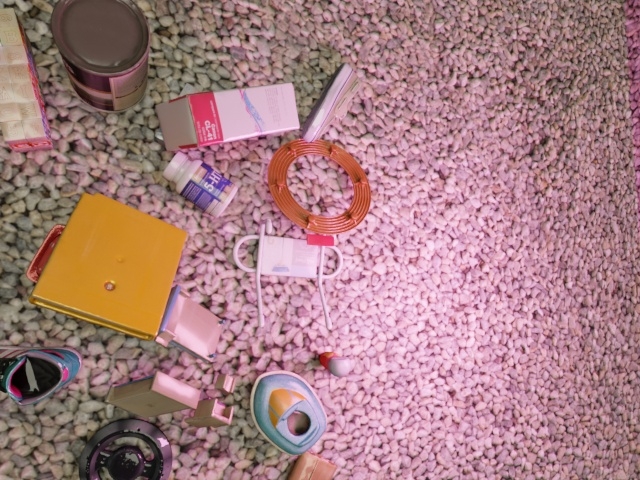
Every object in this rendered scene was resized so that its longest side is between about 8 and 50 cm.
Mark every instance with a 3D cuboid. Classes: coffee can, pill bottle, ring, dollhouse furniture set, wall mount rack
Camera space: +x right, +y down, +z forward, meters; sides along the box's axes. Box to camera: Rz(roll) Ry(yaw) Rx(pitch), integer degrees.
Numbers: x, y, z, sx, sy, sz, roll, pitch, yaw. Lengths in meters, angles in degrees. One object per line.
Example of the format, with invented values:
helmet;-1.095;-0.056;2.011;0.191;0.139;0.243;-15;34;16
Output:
coffee can;-0.527;-0.453;1.165;0.201;0.275;0.202;1;86;-21
pill bottle;-0.335;-0.157;1.310;0.186;0.112;0.112;35;75;-16
ring;0.006;-0.173;1.424;0.336;0.032;0.337;9;63;-19
dollhouse furniture set;-0.379;0.318;1.292;0.286;0.198;0.303;43;40;-36
wall mount rack;-0.078;0.098;1.384;0.350;0.130;0.304;6;85;-20

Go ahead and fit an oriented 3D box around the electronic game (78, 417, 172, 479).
electronic game;-0.505;0.582;1.234;0.229;0.048;0.229;1;86;-13

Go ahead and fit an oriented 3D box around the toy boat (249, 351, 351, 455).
toy boat;-0.047;0.445;1.366;0.318;0.148;0.267;-44;102;-17

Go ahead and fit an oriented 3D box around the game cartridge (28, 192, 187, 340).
game cartridge;-0.503;0.056;1.174;0.285;0.052;0.324;27;46;-25

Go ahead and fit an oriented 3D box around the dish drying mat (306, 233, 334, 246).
dish drying mat;0.000;0.000;1.360;0.083;0.008;0.032;4;81;-19

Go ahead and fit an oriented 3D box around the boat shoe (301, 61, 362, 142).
boat shoe;0.043;-0.421;1.476;0.094;0.109;0.302;34;73;-18

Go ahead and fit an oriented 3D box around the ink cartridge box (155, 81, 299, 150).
ink cartridge box;-0.244;-0.328;1.257;0.306;0.226;0.131;-18;106;-34

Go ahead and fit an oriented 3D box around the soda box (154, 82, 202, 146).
soda box;-0.394;-0.345;1.327;0.063;0.058;0.183;30;76;-17

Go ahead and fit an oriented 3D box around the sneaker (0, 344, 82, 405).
sneaker;-0.725;0.313;1.095;0.295;0.178;0.124;-1;87;-21

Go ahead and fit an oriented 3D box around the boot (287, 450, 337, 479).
boot;-0.105;0.733;1.364;0.236;0.089;0.269;37;75;-28

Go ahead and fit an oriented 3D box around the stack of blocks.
stack of blocks;-0.729;-0.370;1.139;0.087;0.171;0.297;-14;93;-21

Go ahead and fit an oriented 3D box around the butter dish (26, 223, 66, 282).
butter dish;-0.629;0.056;1.180;0.160;0.118;0.160;29;77;-18
